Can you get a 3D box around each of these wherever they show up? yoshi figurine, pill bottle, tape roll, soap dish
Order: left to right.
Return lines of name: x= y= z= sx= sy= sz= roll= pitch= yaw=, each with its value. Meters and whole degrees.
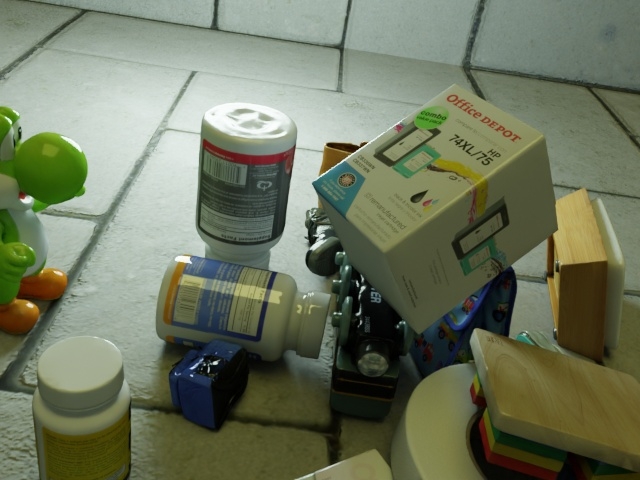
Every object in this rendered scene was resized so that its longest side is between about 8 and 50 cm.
yoshi figurine: x=-0.461 y=-0.032 z=1.123 sx=0.203 sy=0.362 sz=0.203 roll=-17 pitch=40 yaw=-37
pill bottle: x=-0.303 y=0.233 z=0.891 sx=0.119 sy=0.208 sz=0.119 roll=7 pitch=32 yaw=-5
pill bottle: x=-0.148 y=-0.084 z=1.330 sx=0.176 sy=0.318 sz=0.176 roll=7 pitch=33 yaw=-5
pill bottle: x=-0.125 y=0.119 z=1.174 sx=0.272 sy=0.152 sz=0.152 roll=11 pitch=32 yaw=1
tape roll: x=0.289 y=0.330 z=0.982 sx=0.392 sy=0.072 sz=0.392 roll=14 pitch=30 yaw=-8
soap dish: x=0.516 y=0.061 z=1.388 sx=0.118 sy=0.229 sz=0.291 roll=-2 pitch=30 yaw=14

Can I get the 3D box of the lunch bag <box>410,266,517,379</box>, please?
lunch bag: x=0.243 y=0.083 z=1.196 sx=0.138 sy=0.293 sz=0.221 roll=0 pitch=33 yaw=-16

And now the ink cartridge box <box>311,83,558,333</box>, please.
ink cartridge box: x=0.171 y=-0.050 z=1.017 sx=0.270 sy=0.197 sz=0.198 roll=-36 pitch=45 yaw=-8

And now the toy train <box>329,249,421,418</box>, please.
toy train: x=0.080 y=0.134 z=1.168 sx=0.142 sy=0.190 sz=0.334 roll=9 pitch=31 yaw=-2

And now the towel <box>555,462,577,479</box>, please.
towel: x=0.350 y=0.339 z=0.901 sx=0.119 sy=0.029 sz=0.067 roll=33 pitch=29 yaw=25

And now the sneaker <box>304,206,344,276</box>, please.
sneaker: x=0.000 y=0.000 z=1.462 sx=0.130 sy=0.087 sz=0.227 roll=20 pitch=30 yaw=19

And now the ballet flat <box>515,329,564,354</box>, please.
ballet flat: x=0.419 y=0.231 z=1.221 sx=0.068 sy=0.072 sz=0.213 roll=2 pitch=32 yaw=-20

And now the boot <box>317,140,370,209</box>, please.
boot: x=0.135 y=-0.105 z=1.542 sx=0.295 sy=0.211 sz=0.104 roll=13 pitch=33 yaw=4

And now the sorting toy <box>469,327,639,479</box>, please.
sorting toy: x=0.332 y=0.244 z=0.951 sx=0.255 sy=0.089 sz=0.257 roll=17 pitch=16 yaw=0

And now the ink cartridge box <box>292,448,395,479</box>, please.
ink cartridge box: x=0.053 y=0.391 z=0.885 sx=0.189 sy=0.066 sz=0.232 roll=-11 pitch=33 yaw=-30

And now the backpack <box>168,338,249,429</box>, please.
backpack: x=-0.168 y=0.207 z=1.074 sx=0.101 sy=0.098 sz=0.120 roll=17 pitch=33 yaw=19
